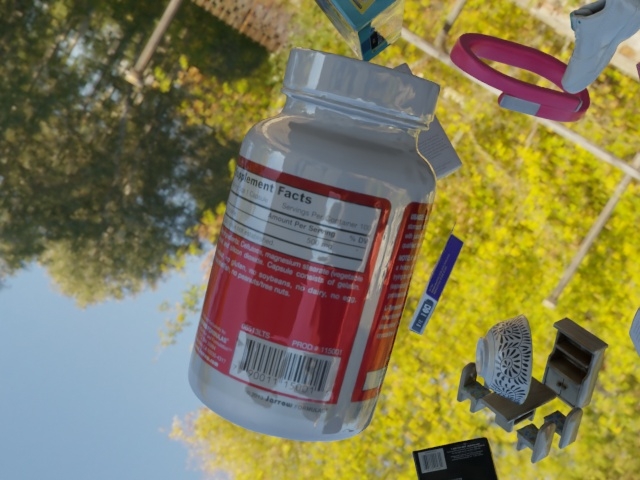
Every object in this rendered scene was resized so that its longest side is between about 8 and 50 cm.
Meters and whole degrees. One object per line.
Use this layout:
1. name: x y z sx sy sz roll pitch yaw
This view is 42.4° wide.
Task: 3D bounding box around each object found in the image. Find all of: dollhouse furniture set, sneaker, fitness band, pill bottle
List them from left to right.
1. pill bottle: 0.000 0.000 0.944 0.229 0.407 0.229 14 -171 -2
2. fitness band: 0.380 -0.311 1.552 0.291 0.054 0.209 10 -141 -22
3. dollhouse furniture set: 0.432 0.277 1.630 0.242 0.161 0.212 -17 -144 -31
4. sneaker: 0.427 -0.325 1.307 0.094 0.080 0.212 24 144 -4

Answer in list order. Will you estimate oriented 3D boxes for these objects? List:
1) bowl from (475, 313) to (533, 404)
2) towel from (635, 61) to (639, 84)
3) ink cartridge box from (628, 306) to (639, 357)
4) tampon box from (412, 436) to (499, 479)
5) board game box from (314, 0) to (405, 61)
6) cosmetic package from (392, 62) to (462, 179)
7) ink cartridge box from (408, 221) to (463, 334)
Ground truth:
1. bowl: 0.339 0.221 1.553 0.080 0.170 0.170 4 -171 -1
2. towel: 0.729 -0.343 1.689 0.029 0.144 0.197 -1 164 -19
3. ink cartridge box: 0.587 0.199 0.978 0.324 0.071 0.330 -8 -133 -3
4. tampon box: 0.221 0.378 1.305 0.161 0.120 0.101 56 -158 -68
5. board game box: 0.007 -0.377 1.107 0.253 0.079 0.336 52 -173 -1
6. cosmetic package: 0.163 -0.213 1.602 0.231 0.117 0.085 62 162 4
7. ink cartridge box: 0.285 0.092 1.991 0.045 0.206 0.208 24 142 8
